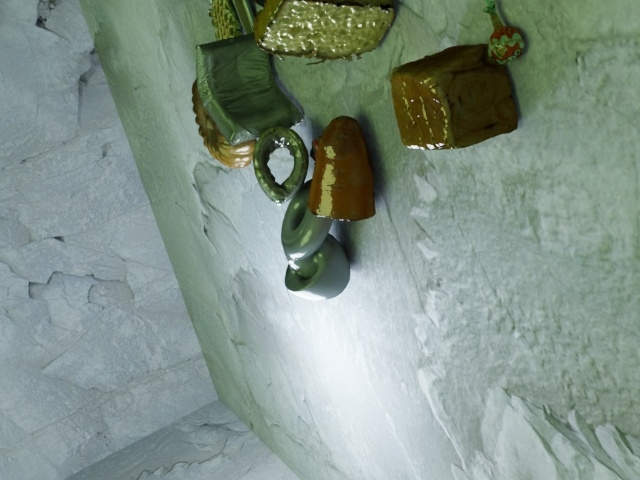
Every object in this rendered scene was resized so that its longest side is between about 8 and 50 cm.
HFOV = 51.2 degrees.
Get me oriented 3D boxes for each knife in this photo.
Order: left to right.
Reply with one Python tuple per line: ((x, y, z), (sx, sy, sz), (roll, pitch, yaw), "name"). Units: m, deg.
((-0.207, -0.630, 1.668), (0.061, 0.027, 0.343), (16, 133, 50), "knife")

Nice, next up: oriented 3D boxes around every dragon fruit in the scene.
((0.011, -0.207, 1.595), (0.060, 0.056, 0.083), (56, 152, 24), "dragon fruit")

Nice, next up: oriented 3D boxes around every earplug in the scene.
((-0.012, 0.002, 1.717), (0.214, 0.175, 0.325), (-132, 36, -63), "earplug")

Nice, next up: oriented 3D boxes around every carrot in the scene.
((0.046, -0.165, 1.475), (0.159, 0.159, 0.225), (31, 128, 52), "carrot")

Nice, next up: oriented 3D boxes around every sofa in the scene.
((-0.177, -0.375, 1.652), (0.225, 0.210, 0.176), (57, 153, 26), "sofa")

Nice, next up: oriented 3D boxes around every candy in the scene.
((0.256, -0.353, 1.008), (0.055, 0.049, 0.184), (-23, 84, 36), "candy")

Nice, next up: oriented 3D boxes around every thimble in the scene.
((-0.096, -0.177, 1.637), (0.143, 0.137, 0.190), (132, 136, -84), "thimble")

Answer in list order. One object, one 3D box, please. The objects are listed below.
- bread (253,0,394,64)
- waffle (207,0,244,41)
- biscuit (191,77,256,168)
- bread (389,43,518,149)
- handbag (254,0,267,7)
((-0.005, -0.424, 1.220), (0.160, 0.261, 0.147), (-54, 49, 56), "bread")
((-0.257, -0.583, 1.826), (0.169, 0.036, 0.183), (-12, 99, 68), "waffle")
((-0.305, -0.371, 2.038), (0.326, 0.107, 0.325), (40, 142, 43), "biscuit")
((0.209, -0.224, 1.070), (0.143, 0.158, 0.149), (14, 129, 58), "bread")
((-0.112, -0.613, 1.485), (0.127, 0.063, 0.190), (44, 143, 39), "handbag")
